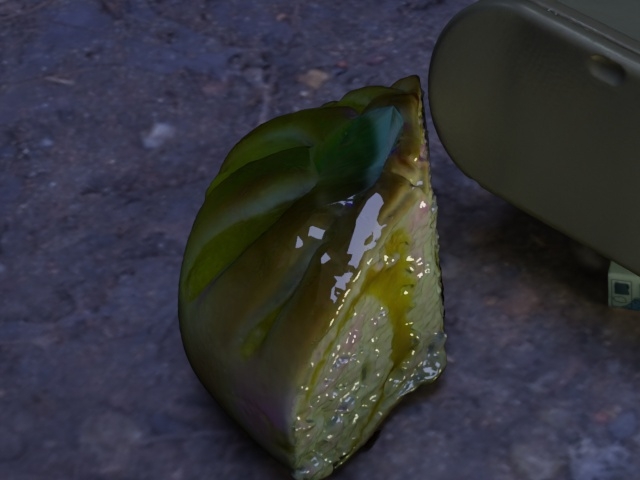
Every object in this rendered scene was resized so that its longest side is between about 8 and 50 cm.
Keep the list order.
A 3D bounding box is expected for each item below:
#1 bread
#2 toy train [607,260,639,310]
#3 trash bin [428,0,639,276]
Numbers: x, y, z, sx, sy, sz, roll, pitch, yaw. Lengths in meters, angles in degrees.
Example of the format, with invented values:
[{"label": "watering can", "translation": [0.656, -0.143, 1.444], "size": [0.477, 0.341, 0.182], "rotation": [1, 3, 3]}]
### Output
[{"label": "bread", "translation": [-0.008, 0.009, 1.110], "size": [0.156, 0.158, 0.261], "rotation": [-6, 42, 6]}, {"label": "toy train", "translation": [0.276, 0.028, 1.130], "size": [0.207, 0.047, 0.043], "rotation": [8, 47, 16]}, {"label": "trash bin", "translation": [0.227, -0.081, 1.148], "size": [0.243, 0.121, 0.247], "rotation": [31, 33, 31]}]
